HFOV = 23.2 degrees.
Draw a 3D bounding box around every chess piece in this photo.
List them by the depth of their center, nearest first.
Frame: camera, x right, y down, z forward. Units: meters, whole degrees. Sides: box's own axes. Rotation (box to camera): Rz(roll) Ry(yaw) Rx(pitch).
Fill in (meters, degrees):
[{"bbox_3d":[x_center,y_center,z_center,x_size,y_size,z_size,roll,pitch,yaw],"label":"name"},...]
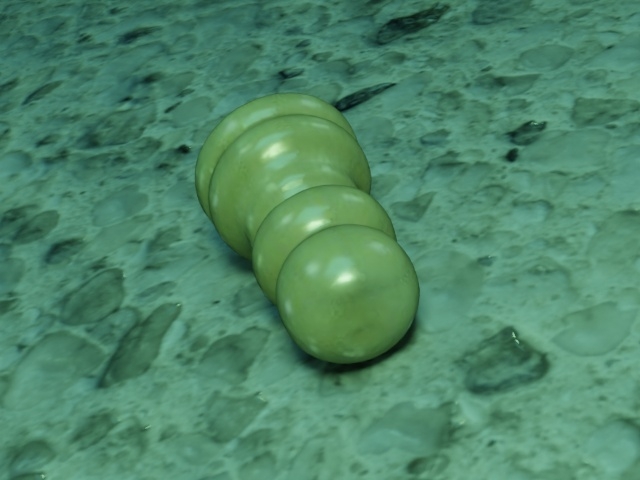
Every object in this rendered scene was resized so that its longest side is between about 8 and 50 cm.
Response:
[{"bbox_3d":[0.000,0.000,1.421,0.167,0.167,0.300,-22,36,-7],"label":"chess piece"}]
